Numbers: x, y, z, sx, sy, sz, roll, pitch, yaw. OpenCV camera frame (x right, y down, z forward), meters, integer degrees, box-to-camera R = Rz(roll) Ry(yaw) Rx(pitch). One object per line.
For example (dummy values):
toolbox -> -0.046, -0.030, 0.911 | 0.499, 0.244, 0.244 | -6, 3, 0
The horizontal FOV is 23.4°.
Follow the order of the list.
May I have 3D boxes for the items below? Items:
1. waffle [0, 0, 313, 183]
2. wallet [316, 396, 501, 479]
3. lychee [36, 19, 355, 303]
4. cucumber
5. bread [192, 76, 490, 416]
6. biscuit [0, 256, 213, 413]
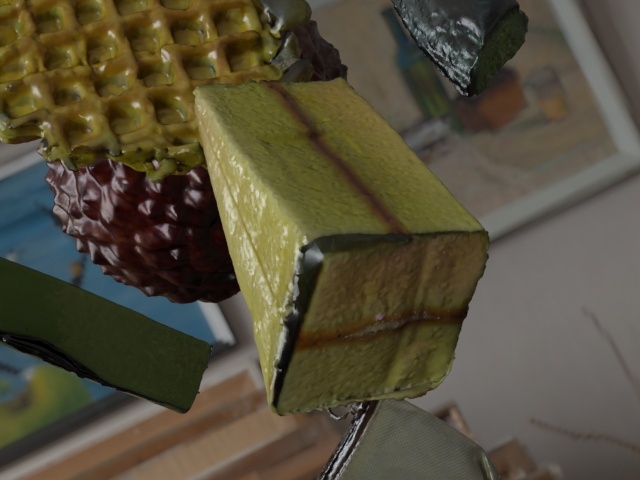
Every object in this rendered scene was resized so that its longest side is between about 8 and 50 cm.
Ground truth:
waffle -> -0.161, -0.169, 1.386 | 0.329, 0.329, 0.062 | -25, -24, -24
wallet -> 0.080, 0.352, 1.910 | 0.335, 0.274, 0.068 | -64, 20, -1
lychee -> -0.143, -0.119, 1.936 | 0.424, 0.500, 0.425 | -31, -40, -30
cucumber -> 0.150, -0.243, 1.616 | 0.115, 0.193, 0.086 | -23, -45, -16
bread -> -0.001, -0.003, 1.259 | 0.167, 0.264, 0.163 | -4, -55, -26
biscuit -> -0.278, 0.102, 1.727 | 0.322, 0.099, 0.038 | 23, -23, -17
